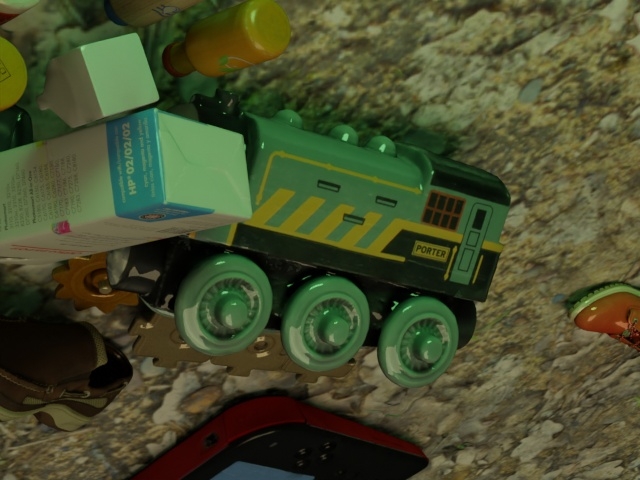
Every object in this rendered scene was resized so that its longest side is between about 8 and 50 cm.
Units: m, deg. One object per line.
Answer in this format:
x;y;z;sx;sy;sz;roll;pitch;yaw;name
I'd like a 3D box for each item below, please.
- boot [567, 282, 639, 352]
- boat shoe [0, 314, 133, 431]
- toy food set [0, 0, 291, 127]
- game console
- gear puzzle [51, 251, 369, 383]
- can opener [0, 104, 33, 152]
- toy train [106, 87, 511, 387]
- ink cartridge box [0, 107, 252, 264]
0.357;0.097;1.130;0.158;0.084;0.059;3;138;-24;boot
-0.231;0.096;0.841;0.095;0.095;0.257;-29;164;0;boat shoe
-0.139;-0.127;0.589;0.104;0.111;0.232;-8;-166;46;toy food set
-0.096;0.334;1.231;0.386;0.060;0.342;-37;139;21;game console
-0.085;0.054;0.920;0.339;0.044;0.175;11;133;-30;gear puzzle
-0.257;-0.012;0.687;0.059;0.073;0.186;12;99;-54;can opener
0.000;0.000;0.797;0.334;0.142;0.190;13;97;-29;toy train
-0.150;-0.029;0.650;0.181;0.061;0.104;-12;171;24;ink cartridge box
